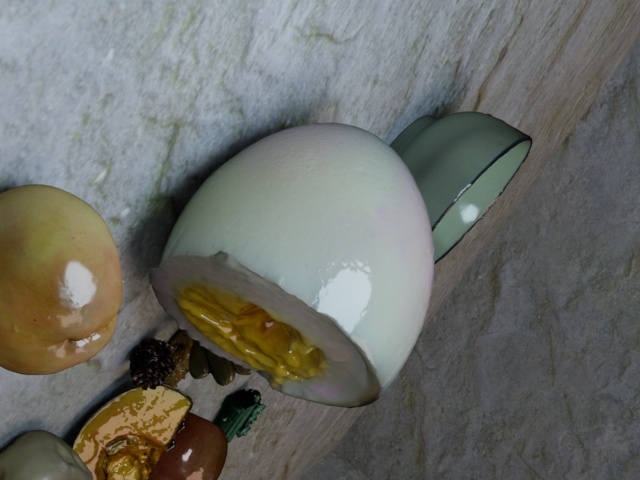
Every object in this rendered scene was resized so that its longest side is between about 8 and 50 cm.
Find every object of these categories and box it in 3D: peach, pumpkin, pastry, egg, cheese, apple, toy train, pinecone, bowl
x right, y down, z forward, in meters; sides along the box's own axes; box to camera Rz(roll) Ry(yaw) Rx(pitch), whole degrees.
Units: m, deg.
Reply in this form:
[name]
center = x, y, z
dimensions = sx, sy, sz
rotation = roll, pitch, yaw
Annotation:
[peach]
center = -0.278, 0.042, 0.920
dimensions = 0.184, 0.184, 0.184
rotation = -43, 164, -16
[pumpkin]
center = -0.364, 0.362, 1.600
dimensions = 0.148, 0.169, 0.312
rotation = 19, -96, 63
[pastry]
center = -0.242, 0.204, 1.624
dimensions = 0.140, 0.056, 0.080
rotation = -44, 158, 13
[egg]
center = 0.000, 0.000, 1.269
dimensions = 0.339, 0.355, 0.354
rotation = -60, 171, -27
[cheese]
center = -0.452, 0.386, 1.404
dimensions = 0.218, 0.117, 0.235
rotation = -35, 161, -34
[apple]
center = -0.280, 0.425, 1.852
dimensions = 0.181, 0.181, 0.168
rotation = 80, 35, -71
[toy train]
center = -0.203, 0.419, 2.227
dimensions = 0.111, 0.071, 0.170
rotation = -14, 145, -47
[pinecone]
center = -0.270, 0.200, 1.498
dimensions = 0.077, 0.083, 0.077
rotation = -4, 142, -3
[bowl]
center = 0.226, -0.119, 1.811
dimensions = 0.354, 0.185, 0.354
rotation = -43, 164, -15

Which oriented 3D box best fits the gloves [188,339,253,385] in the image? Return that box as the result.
[gloves]
center = -0.115, 0.101, 1.553
dimensions = 0.154, 0.141, 0.331
rotation = -26, -162, 52
